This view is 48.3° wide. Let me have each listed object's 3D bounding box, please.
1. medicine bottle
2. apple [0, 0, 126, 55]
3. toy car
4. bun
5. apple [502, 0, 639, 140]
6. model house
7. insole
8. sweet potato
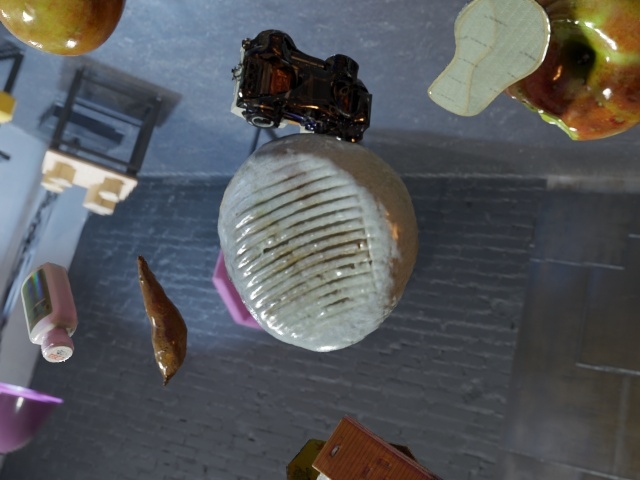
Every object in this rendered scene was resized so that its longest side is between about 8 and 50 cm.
[{"bbox_3d":[-0.591,0.161,1.564,0.115,0.219,0.078,-41,142,17],"label":"medicine bottle"},{"bbox_3d":[-0.363,-0.363,0.999,0.195,0.196,0.196,13,166,3],"label":"apple"},{"bbox_3d":[-0.032,-0.285,1.422,0.301,0.193,0.118,14,162,-27],"label":"toy car"},{"bbox_3d":[0.000,0.000,1.201,0.361,0.362,0.211,10,-172,17],"label":"bun"},{"bbox_3d":[0.493,-0.356,1.286,0.339,0.340,0.339,13,166,3],"label":"apple"},{"bbox_3d":[0.066,0.297,0.936,0.219,0.136,0.207,32,-154,23],"label":"model house"},{"bbox_3d":[0.209,-0.229,0.927,0.118,0.009,0.348,28,170,0],"label":"insole"},{"bbox_3d":[-0.264,0.131,1.215,0.068,0.226,0.068,-13,177,-1],"label":"sweet potato"}]
